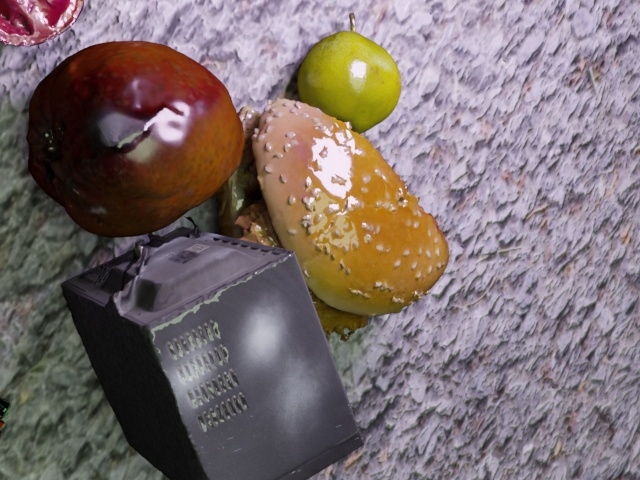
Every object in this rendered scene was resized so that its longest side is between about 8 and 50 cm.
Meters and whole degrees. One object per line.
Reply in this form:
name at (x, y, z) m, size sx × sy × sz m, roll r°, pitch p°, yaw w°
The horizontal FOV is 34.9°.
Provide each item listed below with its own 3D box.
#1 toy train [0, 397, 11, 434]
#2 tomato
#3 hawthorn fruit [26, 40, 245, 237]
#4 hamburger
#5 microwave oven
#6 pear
toy train at (-0.539, 0.250, 1.558) m, size 0.138 × 0.050 × 0.087 m, roll 38°, pitch 74°, yaw -26°
tomato at (-0.455, -0.374, 1.511) m, size 0.189 × 0.099 × 0.173 m, roll -22°, pitch 107°, yaw -27°
hawthorn fruit at (-0.271, -0.150, 1.529) m, size 0.325 × 0.308 × 0.308 m, roll 10°, pitch 90°, yaw -30°
hamburger at (0.000, 0.000, 1.672) m, size 0.445 × 0.268 × 0.287 m, roll 46°, pitch 59°, yaw -25°
microwave oven at (-0.180, 0.169, 1.525) m, size 0.236 × 0.432 × 0.374 m, roll -26°, pitch 106°, yaw -24°
pear at (0.053, -0.293, 1.773) m, size 0.180 × 0.166 × 0.216 m, roll 16°, pitch 65°, yaw -16°
